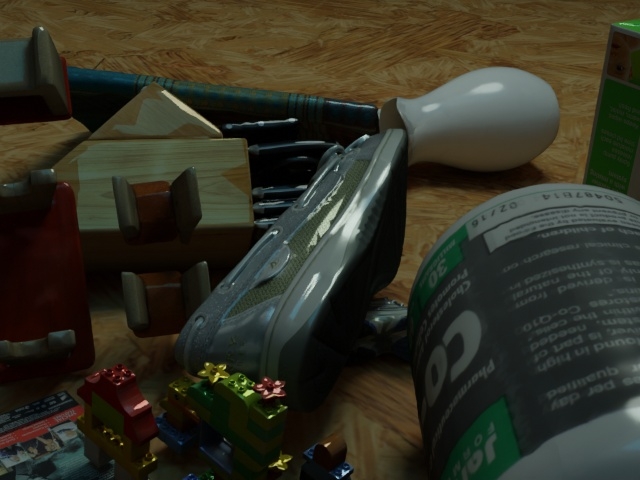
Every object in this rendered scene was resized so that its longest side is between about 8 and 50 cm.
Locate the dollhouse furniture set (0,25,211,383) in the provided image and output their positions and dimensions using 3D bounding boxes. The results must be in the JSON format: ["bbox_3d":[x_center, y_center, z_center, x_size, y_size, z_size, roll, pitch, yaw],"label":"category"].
[{"bbox_3d":[-0.233,-0.022,0.724,0.261,0.259,0.135,-6,-12,-14],"label":"dollhouse furniture set"}]

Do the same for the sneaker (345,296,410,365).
[{"bbox_3d":[0.063,0.068,0.765,0.135,0.052,0.058,2,23,-5],"label":"sneaker"}]

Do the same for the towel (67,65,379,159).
[{"bbox_3d":[-0.118,-0.131,1.016,0.370,0.040,0.271,8,-2,5],"label":"towel"}]

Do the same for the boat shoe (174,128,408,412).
[{"bbox_3d":[0.000,0.003,0.725,0.103,0.118,0.320,10,39,16],"label":"boat shoe"}]

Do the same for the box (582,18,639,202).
[{"bbox_3d":[0.398,-0.073,0.892,0.126,0.231,0.262,-14,32,-30],"label":"box"}]

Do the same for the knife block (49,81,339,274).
[{"bbox_3d":[-0.109,-0.017,0.846,0.242,0.088,0.276,37,62,10],"label":"knife block"}]

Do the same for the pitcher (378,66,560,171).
[{"bbox_3d":[0.168,-0.149,1.135,0.207,0.126,0.178,-10,22,-15],"label":"pitcher"}]

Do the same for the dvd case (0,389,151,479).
[{"bbox_3d":[-0.180,0.147,0.613,0.087,0.013,0.119,-19,34,-38],"label":"dvd case"}]

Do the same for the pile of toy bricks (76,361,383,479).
[{"bbox_3d":[-0.045,0.124,0.560,0.212,0.105,0.118,29,36,30],"label":"pile of toy bricks"}]

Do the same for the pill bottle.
[{"bbox_3d":[0.160,0.127,0.493,0.204,0.204,0.361,3,26,-2],"label":"pill bottle"}]
